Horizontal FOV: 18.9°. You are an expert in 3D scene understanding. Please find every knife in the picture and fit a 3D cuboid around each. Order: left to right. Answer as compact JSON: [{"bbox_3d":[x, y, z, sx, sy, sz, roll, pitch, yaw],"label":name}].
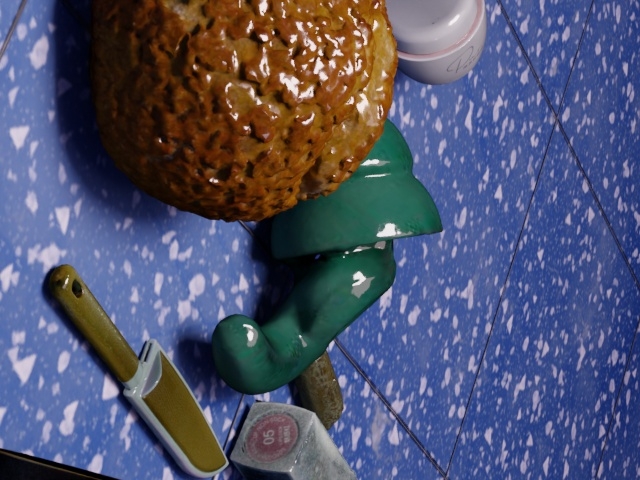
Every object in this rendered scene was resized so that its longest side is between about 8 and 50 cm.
[{"bbox_3d":[-0.144,0.116,1.638,0.343,0.027,0.061,62,39,-48],"label":"knife"}]

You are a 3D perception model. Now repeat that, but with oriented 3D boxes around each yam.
[{"bbox_3d":[-0.003,0.144,1.894,0.043,0.043,0.094,-56,140,-41],"label":"yam"}]

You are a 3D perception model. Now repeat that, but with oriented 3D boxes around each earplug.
[{"bbox_3d":[-0.008,0.001,1.782,0.257,0.164,0.280,0,84,-26],"label":"earplug"}]

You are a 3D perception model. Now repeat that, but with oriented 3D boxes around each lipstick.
[{"bbox_3d":[0.001,0.263,1.890,0.076,0.077,0.289,-68,150,-27],"label":"lipstick"}]

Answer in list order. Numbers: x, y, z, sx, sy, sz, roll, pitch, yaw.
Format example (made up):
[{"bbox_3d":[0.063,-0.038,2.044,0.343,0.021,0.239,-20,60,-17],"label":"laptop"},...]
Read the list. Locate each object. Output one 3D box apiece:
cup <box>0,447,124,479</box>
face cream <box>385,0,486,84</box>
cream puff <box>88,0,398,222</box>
[{"bbox_3d":[-0.179,0.267,1.463,0.239,0.166,0.177,27,76,-60],"label":"cup"},{"bbox_3d":[0.112,-0.222,1.952,0.104,0.117,0.117,61,44,-58],"label":"face cream"},{"bbox_3d":[-0.047,-0.156,1.565,0.303,0.212,0.303,4,90,-67],"label":"cream puff"}]
